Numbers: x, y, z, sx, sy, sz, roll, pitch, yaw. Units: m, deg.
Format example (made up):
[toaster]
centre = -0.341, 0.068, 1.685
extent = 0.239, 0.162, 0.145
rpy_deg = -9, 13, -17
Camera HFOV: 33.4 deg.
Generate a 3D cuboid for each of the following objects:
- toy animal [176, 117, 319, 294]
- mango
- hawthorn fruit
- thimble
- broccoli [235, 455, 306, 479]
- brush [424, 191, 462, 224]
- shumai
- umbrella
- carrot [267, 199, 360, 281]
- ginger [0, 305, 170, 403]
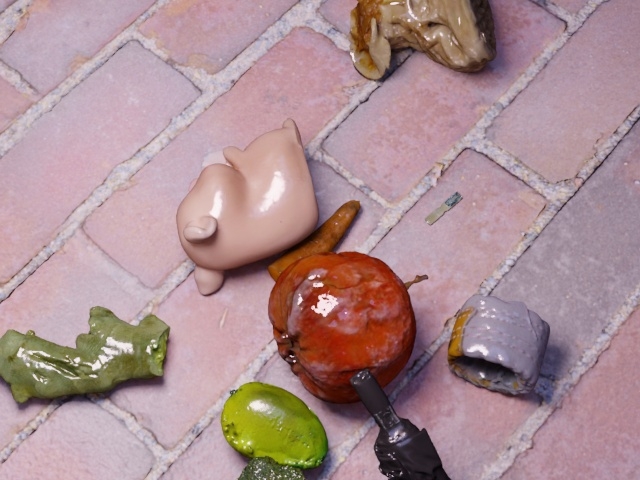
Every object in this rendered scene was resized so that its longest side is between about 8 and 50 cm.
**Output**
[toy animal]
centre = -0.123, -0.069, 1.763
extent = 0.256, 0.195, 0.213
rpy_deg = -22, 60, -10
[mango]
centre = -0.070, 0.291, 1.649
extent = 0.178, 0.100, 0.119
rpy_deg = 29, 83, 3
[hawthorn fruit]
centre = 0.061, 0.118, 1.667
extent = 0.271, 0.242, 0.242
rpy_deg = -21, 68, -19
[thimble]
centre = 0.284, 0.167, 1.710
extent = 0.151, 0.127, 0.118
rpy_deg = 20, 64, 5
[broccoli]
centre = -0.072, 0.402, 1.581
extent = 0.145, 0.137, 0.162
rpy_deg = 23, 102, 44
[brush]
centre = 0.217, -0.058, 1.873
extent = 0.083, 0.013, 0.016
rpy_deg = -39, 75, -17
[shumai]
centre = 0.174, -0.418, 1.969
extent = 0.262, 0.267, 0.314
rpy_deg = -17, 33, 21
[umbrella]
centre = 0.144, 0.334, 1.567
extent = 0.118, 0.118, 0.340
rpy_deg = -33, 100, -17
[carrot]
centre = 0.000, 0.000, 1.813
extent = 0.061, 0.061, 0.209
rpy_deg = 39, 66, 14
[ginger]
centre = -0.379, 0.180, 1.693
extent = 0.289, 0.089, 0.137
rpy_deg = -15, 85, -5
